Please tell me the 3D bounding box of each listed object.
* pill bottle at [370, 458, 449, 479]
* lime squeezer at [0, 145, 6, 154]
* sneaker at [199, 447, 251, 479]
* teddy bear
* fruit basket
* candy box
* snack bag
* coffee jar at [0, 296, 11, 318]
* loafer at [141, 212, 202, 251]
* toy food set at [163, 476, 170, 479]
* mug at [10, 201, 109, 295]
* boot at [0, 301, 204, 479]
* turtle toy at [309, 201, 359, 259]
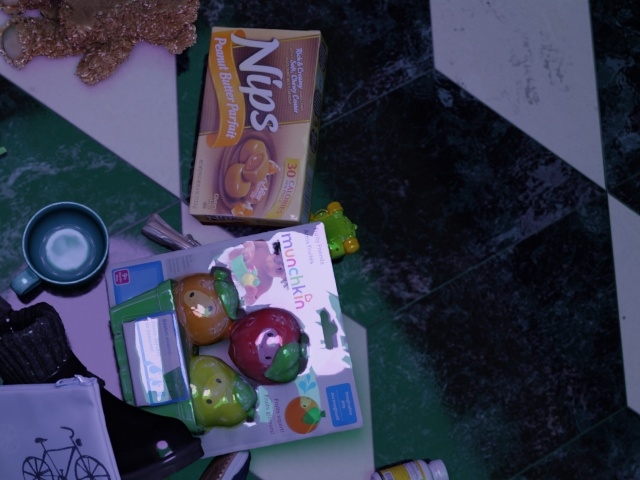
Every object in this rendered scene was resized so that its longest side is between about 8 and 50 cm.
[{"bbox_3d":[0.144,0.389,1.883,0.116,0.065,0.065,-13,83,-12],"label":"pill bottle"},{"bbox_3d":[-0.594,-0.025,1.819,0.109,0.059,0.311,20,77,-6],"label":"lime squeezer"},{"bbox_3d":[-0.143,0.463,1.803,0.153,0.099,0.282,32,71,-11],"label":"sneaker"},{"bbox_3d":[-0.364,-0.372,1.905,0.337,0.113,0.245,-23,78,-6],"label":"teddy bear"},{"bbox_3d":[-0.138,0.160,1.795,0.352,0.165,0.327,-11,83,7],"label":"fruit basket"},{"bbox_3d":[-0.097,-0.181,1.895,0.182,0.087,0.317,4,79,10],"label":"candy box"},{"bbox_3d":[-0.387,0.351,1.656,0.037,0.323,0.343,-25,104,-53],"label":"snack bag"},{"bbox_3d":[-0.554,0.151,1.783,0.096,0.079,0.184,36,76,-15],"label":"coffee jar"},{"bbox_3d":[-0.225,-0.002,1.891,0.125,0.045,0.039,28,70,-2],"label":"loafer"},{"bbox_3d":[-0.304,0.418,1.773,0.192,0.038,0.132,-21,130,-13],"label":"toy food set"},{"bbox_3d":[-0.408,0.013,1.825,0.157,0.097,0.130,-9,83,-11],"label":"mug"},{"bbox_3d":[-0.337,0.217,1.675,0.131,0.347,0.260,-30,109,-51],"label":"boot"},{"bbox_3d":[0.000,0.000,1.919,0.130,0.066,0.095,-19,66,-10],"label":"turtle toy"}]
